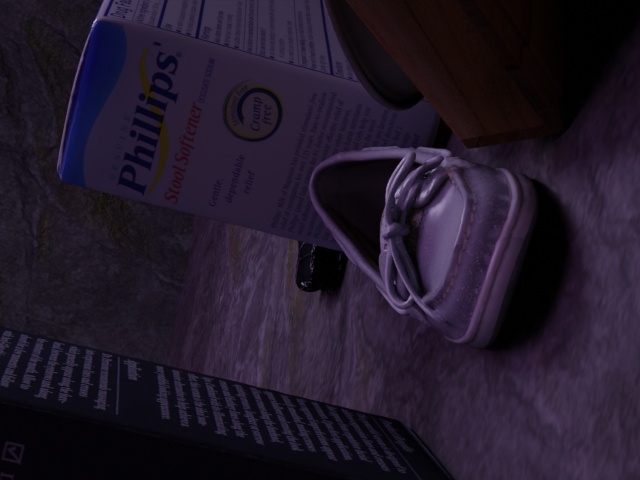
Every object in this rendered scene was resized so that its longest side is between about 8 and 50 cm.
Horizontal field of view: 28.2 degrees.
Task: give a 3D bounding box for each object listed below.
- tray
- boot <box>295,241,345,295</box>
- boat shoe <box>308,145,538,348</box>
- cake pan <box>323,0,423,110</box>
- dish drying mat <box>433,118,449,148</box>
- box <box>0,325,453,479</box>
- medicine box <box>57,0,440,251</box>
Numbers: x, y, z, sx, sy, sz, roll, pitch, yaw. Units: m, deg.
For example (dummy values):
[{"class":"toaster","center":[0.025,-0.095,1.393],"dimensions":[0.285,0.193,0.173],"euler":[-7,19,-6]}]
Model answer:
[{"class":"tray","center":[0.099,-0.287,0.804],"dimensions":[0.076,0.203,0.410],"euler":[-9,58,29]},{"class":"boot","center":[0.000,0.000,1.333],"dimensions":[0.099,0.045,0.121],"euler":[146,130,-78]},{"class":"boat shoe","center":[0.062,-0.010,0.861],"dimensions":[0.320,0.103,0.118],"euler":[-122,46,-76]},{"class":"cake pan","center":[0.065,-0.239,0.893],"dimensions":[0.293,0.054,0.293],"euler":[-4,-90,-67]},{"class":"dish drying mat","center":[0.100,-0.115,1.060],"dimensions":[0.032,0.008,0.083],"euler":[117,163,-48]},{"class":"box","center":[-0.142,0.235,0.814],"dimensions":[0.212,0.396,0.293],"euler":[-140,66,-79]},{"class":"medicine box","center":[-0.063,-0.131,1.132],"dimensions":[0.263,0.289,0.149],"euler":[-95,20,-64]}]
